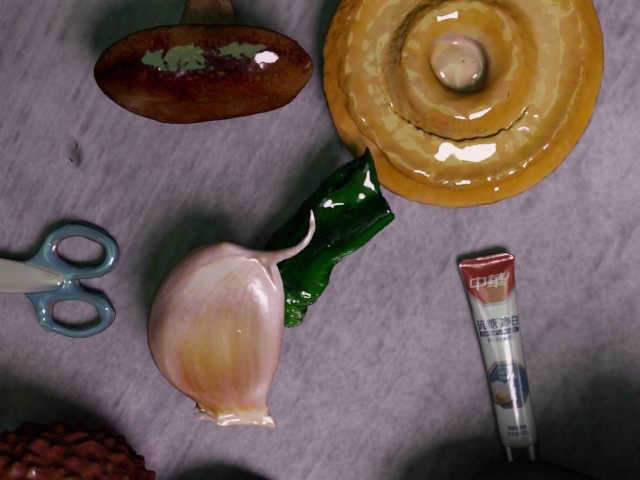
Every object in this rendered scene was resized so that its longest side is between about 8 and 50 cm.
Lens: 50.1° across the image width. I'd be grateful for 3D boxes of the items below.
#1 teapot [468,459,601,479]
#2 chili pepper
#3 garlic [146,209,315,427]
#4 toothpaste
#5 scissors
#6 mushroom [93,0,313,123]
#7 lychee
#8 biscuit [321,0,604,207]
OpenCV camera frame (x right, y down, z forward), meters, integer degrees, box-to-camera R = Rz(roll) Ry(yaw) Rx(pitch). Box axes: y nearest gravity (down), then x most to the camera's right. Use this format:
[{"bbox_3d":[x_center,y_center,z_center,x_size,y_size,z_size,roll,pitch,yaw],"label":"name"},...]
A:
[{"bbox_3d":[0.299,0.327,0.597,0.376,0.362,0.305,-32,89,-32],"label":"teapot"},{"bbox_3d":[-0.002,0.000,0.728,0.224,0.061,0.098,-54,56,31],"label":"chili pepper"},{"bbox_3d":[-0.105,0.065,0.729,0.149,0.128,0.266,5,123,-17],"label":"garlic"},{"bbox_3d":[0.205,0.133,0.762,0.062,0.039,0.239,-10,91,14],"label":"toothpaste"},{"bbox_3d":[-0.381,0.039,0.813,0.289,0.041,0.138,5,94,2],"label":"scissors"},{"bbox_3d":[-0.127,-0.241,0.739,0.227,0.148,0.217,-4,76,-3],"label":"mushroom"},{"bbox_3d":[-0.301,0.328,0.719,0.276,0.304,0.275,-15,61,30],"label":"lychee"},{"bbox_3d":[0.146,-0.179,0.715,0.297,0.102,0.296,1,97,6],"label":"biscuit"}]
